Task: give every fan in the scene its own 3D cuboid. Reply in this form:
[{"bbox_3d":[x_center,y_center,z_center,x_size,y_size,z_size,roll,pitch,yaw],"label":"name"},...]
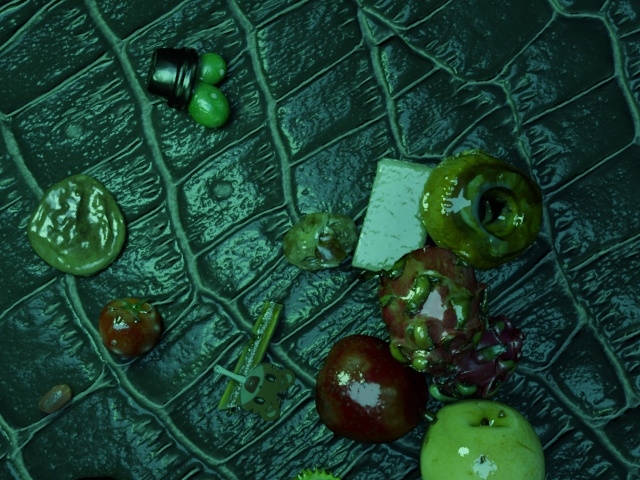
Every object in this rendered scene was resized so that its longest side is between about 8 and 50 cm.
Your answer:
[{"bbox_3d":[-0.183,0.379,1.683,0.227,0.008,0.152,28,85,-20],"label":"fan"}]

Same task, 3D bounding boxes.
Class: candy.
[{"bbox_3d":[0.205,-0.055,1.702,0.180,0.135,0.320,15,84,6],"label":"candy"}]

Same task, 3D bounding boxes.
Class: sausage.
[{"bbox_3d":[-0.717,0.429,1.726,0.094,0.054,0.059,-39,83,-2],"label":"sausage"}]

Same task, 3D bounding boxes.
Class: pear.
[{"bbox_3d":[0.391,0.545,1.546,0.310,0.309,0.308,0,83,3],"label":"pear"}]

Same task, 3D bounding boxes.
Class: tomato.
[{"bbox_3d":[-0.506,0.233,1.697,0.168,0.167,0.167,0,83,3],"label":"tomato"}]

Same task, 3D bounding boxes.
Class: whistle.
[{"bbox_3d":[-0.181,0.314,1.713,0.068,0.057,0.326,24,86,-17],"label":"whistle"}]

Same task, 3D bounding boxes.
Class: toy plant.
[{"bbox_3d":[-0.355,-0.432,1.765,0.235,0.175,0.217,11,77,-22],"label":"toy plant"}]

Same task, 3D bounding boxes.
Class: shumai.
[{"bbox_3d":[0.000,0.000,1.700,0.210,0.153,0.161,-11,90,0],"label":"shumai"}]

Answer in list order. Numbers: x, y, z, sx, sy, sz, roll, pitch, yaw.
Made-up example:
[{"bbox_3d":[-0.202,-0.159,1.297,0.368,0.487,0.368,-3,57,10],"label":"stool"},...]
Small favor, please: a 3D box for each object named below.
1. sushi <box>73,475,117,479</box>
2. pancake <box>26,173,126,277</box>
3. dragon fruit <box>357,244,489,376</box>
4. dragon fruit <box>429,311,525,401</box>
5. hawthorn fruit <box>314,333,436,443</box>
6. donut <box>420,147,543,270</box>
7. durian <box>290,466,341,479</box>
[{"bbox_3d":[-0.591,0.779,1.548,0.328,0.285,0.328,43,85,-4],"label":"sushi"},{"bbox_3d":[-0.683,-0.036,1.784,0.295,0.049,0.294,0,84,4],"label":"pancake"},{"bbox_3d":[0.251,0.170,1.494,0.269,0.250,0.290,25,61,-28],"label":"dragon fruit"},{"bbox_3d":[0.394,0.303,1.610,0.198,0.218,0.272,39,86,-31],"label":"dragon fruit"},{"bbox_3d":[0.136,0.379,1.573,0.307,0.265,0.265,23,85,24],"label":"hawthorn fruit"},{"bbox_3d":[0.420,-0.071,1.625,0.330,0.160,0.329,-5,103,-22],"label":"donut"},{"bbox_3d":[0.045,0.724,1.598,0.158,0.169,0.355,-38,84,0],"label":"durian"}]
